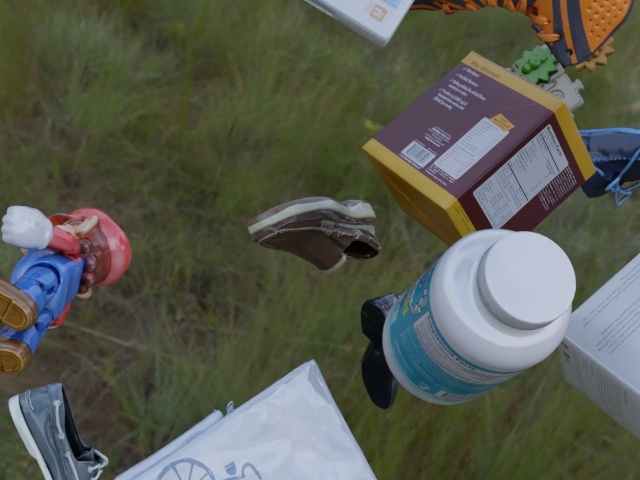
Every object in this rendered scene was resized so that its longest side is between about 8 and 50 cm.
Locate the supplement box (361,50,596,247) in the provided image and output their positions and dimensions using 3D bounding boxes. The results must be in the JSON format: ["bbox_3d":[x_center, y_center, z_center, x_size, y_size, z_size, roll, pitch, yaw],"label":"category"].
[{"bbox_3d":[0.196,-0.102,1.304,0.191,0.194,0.129,43,-8,49],"label":"supplement box"}]

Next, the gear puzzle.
[{"bbox_3d":[0.375,-0.269,1.874,0.044,0.339,0.175,39,24,-52],"label":"gear puzzle"}]

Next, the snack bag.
[{"bbox_3d":[-0.072,0.374,1.473,0.342,0.323,0.037,-33,11,-24],"label":"snack bag"}]

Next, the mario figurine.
[{"bbox_3d":[-0.385,0.046,1.396,0.170,0.198,0.320,50,23,-10],"label":"mario figurine"}]

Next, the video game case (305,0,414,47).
[{"bbox_3d":[0.023,-0.281,0.829,0.183,0.201,0.023,32,-13,-1],"label":"video game case"}]

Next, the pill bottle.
[{"bbox_3d":[0.167,0.078,1.091,0.146,0.146,0.264,22,-24,-6],"label":"pill bottle"}]

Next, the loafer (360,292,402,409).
[{"bbox_3d":[0.096,0.153,1.440,0.062,0.170,0.061,22,32,39],"label":"loafer"}]

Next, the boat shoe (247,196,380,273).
[{"bbox_3d":[0.006,-0.003,1.438,0.257,0.095,0.095,-6,73,-52],"label":"boat shoe"}]

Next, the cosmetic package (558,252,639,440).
[{"bbox_3d":[0.517,0.200,1.406,0.365,0.197,0.155,43,-14,38],"label":"cosmetic package"}]

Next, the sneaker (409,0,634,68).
[{"bbox_3d":[0.185,-0.244,1.052,0.180,0.321,0.124,64,29,-17],"label":"sneaker"}]

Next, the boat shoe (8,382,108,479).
[{"bbox_3d":[-0.420,0.390,1.796,0.319,0.099,0.116,64,-6,-12],"label":"boat shoe"}]

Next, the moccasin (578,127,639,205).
[{"bbox_3d":[0.492,-0.122,1.843,0.342,0.117,0.137,5,-20,45],"label":"moccasin"}]
